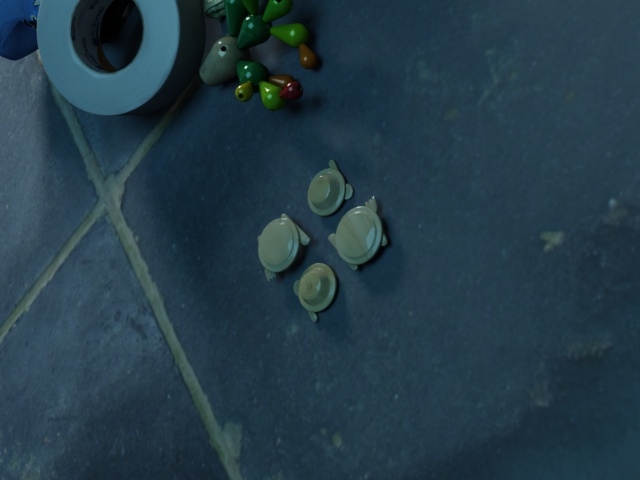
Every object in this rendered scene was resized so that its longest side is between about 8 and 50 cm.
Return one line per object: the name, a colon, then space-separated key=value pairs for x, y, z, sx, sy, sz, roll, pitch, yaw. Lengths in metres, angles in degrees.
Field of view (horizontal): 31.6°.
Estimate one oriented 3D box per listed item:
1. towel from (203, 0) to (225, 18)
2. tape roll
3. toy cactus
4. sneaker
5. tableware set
towel: x=-0.099 y=-0.356 z=1.444 sx=0.148 sy=0.027 sz=0.110 roll=-23 pitch=64 yaw=37
tape roll: x=-0.262 y=-0.274 z=1.486 sx=0.219 sy=0.072 sz=0.219 roll=3 pitch=98 yaw=23
toy cactus: x=-0.096 y=-0.239 z=1.368 sx=0.180 sy=0.112 sz=0.219 roll=-34 pitch=73 yaw=48
sneaker: x=-0.369 y=-0.341 z=1.623 sx=0.330 sy=0.129 sz=0.147 roll=-28 pitch=60 yaw=35
tableware set: x=0.000 y=0.000 z=1.269 sx=0.169 sy=0.020 sz=0.141 roll=-48 pitch=54 yaw=22
